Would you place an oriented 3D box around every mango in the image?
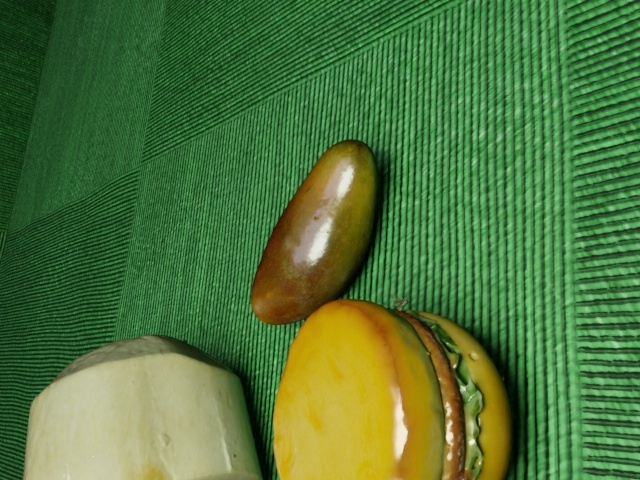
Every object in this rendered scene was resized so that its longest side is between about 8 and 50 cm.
[{"bbox_3d":[0.000,0.000,0.776,0.267,0.111,0.133,-61,25,16],"label":"mango"}]

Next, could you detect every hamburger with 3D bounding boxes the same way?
[{"bbox_3d":[0.070,0.172,0.590,0.246,0.170,0.246,-30,55,55],"label":"hamburger"}]

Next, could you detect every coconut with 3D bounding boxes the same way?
[{"bbox_3d":[-0.229,0.292,0.808,0.323,0.323,0.323,-20,62,44],"label":"coconut"}]
